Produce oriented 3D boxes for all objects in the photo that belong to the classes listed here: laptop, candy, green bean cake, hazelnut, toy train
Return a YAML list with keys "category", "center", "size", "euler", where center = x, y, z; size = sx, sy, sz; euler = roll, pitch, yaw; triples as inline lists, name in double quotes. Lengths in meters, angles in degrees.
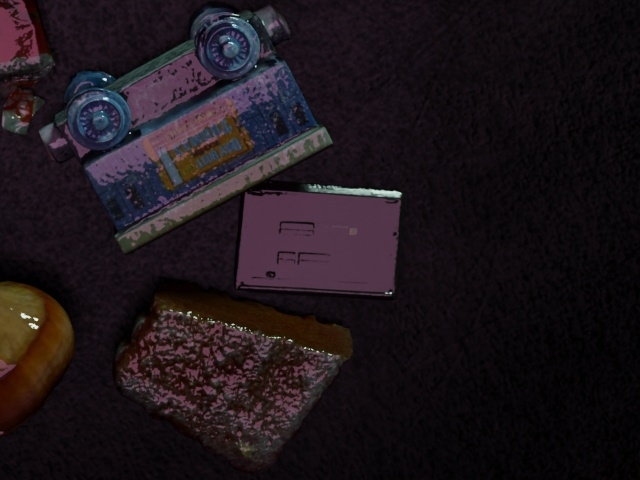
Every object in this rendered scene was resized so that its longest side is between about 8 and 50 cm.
- category: "laptop"
  center: [0.000, 0.000, 1.716]
  size: [0.197, 0.016, 0.135]
  euler: [3, 98, -8]
- category: "candy"
  center: [-0.350, -0.259, 1.602]
  size: [0.086, 0.059, 0.292]
  euler: [-13, 100, -4]
- category: "green bean cake"
  center: [-0.108, 0.138, 1.684]
  size: [0.233, 0.097, 0.198]
  euler: [31, 96, -12]
- category: "hazelnut"
  center: [-0.366, 0.126, 1.621]
  size: [0.182, 0.182, 0.182]
  euler: [-1, 100, -7]
- category: "toy train"
  center: [-0.147, -0.130, 1.623]
  size: [0.300, 0.131, 0.202]
  euler: [-28, 110, -1]
